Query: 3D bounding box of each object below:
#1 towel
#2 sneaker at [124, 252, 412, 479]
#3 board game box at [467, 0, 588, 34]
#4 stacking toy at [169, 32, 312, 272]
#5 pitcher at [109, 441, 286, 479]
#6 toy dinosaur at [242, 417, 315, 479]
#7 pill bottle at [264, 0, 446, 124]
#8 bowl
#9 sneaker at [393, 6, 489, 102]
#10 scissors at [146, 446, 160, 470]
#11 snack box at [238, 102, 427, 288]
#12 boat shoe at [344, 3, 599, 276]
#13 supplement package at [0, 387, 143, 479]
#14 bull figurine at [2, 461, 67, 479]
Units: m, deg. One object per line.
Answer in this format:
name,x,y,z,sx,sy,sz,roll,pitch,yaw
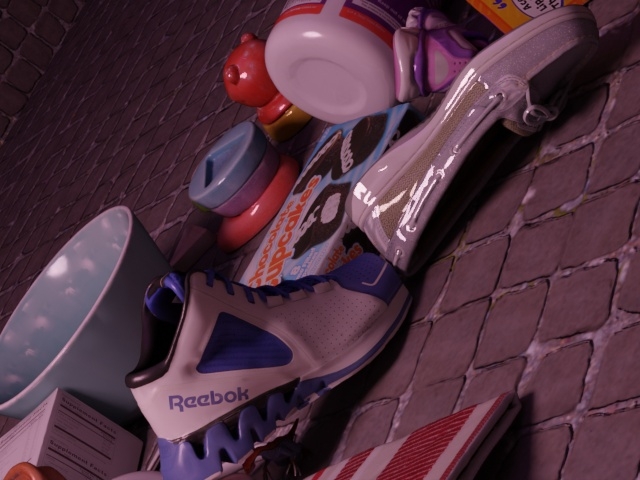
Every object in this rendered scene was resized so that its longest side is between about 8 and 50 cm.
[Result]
towel,0.009,0.248,1.285,0.329,0.037,0.237,-31,11,42
sneaker,-0.067,0.080,1.478,0.315,0.182,0.127,-38,14,-26
board game box,0.233,-0.506,1.631,0.356,0.356,0.356,-36,27,34
stacking toy,-0.141,-0.121,2.100,0.279,0.130,0.309,-34,28,38
pitcher,-0.139,0.275,1.532,0.207,0.125,0.178,-16,21,40
toy dinosaur,-0.047,0.207,1.473,0.047,0.082,0.090,-43,45,18
pill bottle,0.065,-0.312,1.910,0.181,0.181,0.323,-22,36,52
bowl,-0.279,0.125,1.956,0.311,0.163,0.311,-43,24,24
sneaker,0.145,-0.212,1.734,0.104,0.095,0.236,-3,16,10
scissors,-0.144,0.171,1.805,0.109,0.021,0.297,-23,34,48
snack box,0.000,0.000,1.726,0.187,0.060,0.322,-11,47,60
boat shoe,0.164,-0.101,1.514,0.320,0.103,0.118,-43,-21,16
supplement package,-0.314,0.319,1.768,0.139,0.134,0.244,-39,26,30
bull figurine,-0.226,0.360,1.438,0.101,0.310,0.188,-15,-20,-37
